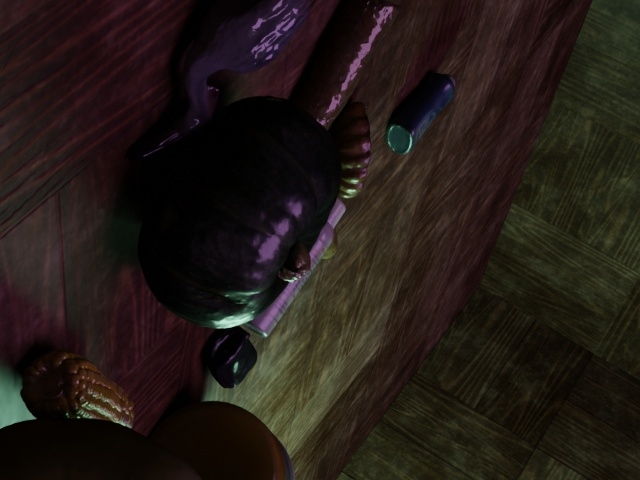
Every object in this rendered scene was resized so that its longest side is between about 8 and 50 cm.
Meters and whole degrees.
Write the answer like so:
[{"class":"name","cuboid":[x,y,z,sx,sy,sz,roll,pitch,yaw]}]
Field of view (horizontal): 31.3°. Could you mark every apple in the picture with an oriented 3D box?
[{"class":"apple","cuboid":[-0.314,0.354,1.296,0.360,0.320,0.311,115,-8,-68]}]

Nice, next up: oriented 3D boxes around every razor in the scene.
[{"class":"razor","cuboid":[-0.154,0.198,1.963,0.090,0.054,0.148,-55,163,-16]}]

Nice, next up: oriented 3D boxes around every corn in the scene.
[{"class":"corn","cuboid":[-0.303,0.201,1.435,0.093,0.093,0.244,-55,165,-13]}]

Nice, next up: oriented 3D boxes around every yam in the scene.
[{"class":"yam","cuboid":[-0.002,-0.199,1.661,0.357,0.081,0.081,-61,165,4]}]

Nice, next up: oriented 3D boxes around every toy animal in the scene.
[{"class":"toy animal","cuboid":[-0.096,-0.234,1.280,0.195,0.090,0.324,-9,139,-39]}]

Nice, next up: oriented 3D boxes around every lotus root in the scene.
[{"class":"lotus root","cuboid":[0.000,0.000,2.066,0.152,0.063,0.072,71,42,-66]}]

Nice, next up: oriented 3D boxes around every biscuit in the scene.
[{"class":"biscuit","cuboid":[0.043,-0.141,1.922,0.183,0.061,0.118,105,-20,-44]}]

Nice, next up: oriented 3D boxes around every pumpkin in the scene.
[{"class":"pumpkin","cuboid":[-0.091,-0.031,1.422,0.300,0.207,0.300,-56,170,-15]}]

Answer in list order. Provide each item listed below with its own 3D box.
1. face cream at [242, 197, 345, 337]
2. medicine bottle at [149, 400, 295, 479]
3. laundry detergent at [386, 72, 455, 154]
[{"class":"face cream","cuboid":[-0.049,0.034,1.938,0.269,0.082,0.082,-56,164,-14]},{"class":"medicine bottle","cuboid":[-0.169,0.409,1.966,0.238,0.238,0.232,-56,165,-10]},{"class":"laundry detergent","cuboid":[0.205,-0.259,2.223,0.206,0.061,0.096,-50,160,-31]}]
